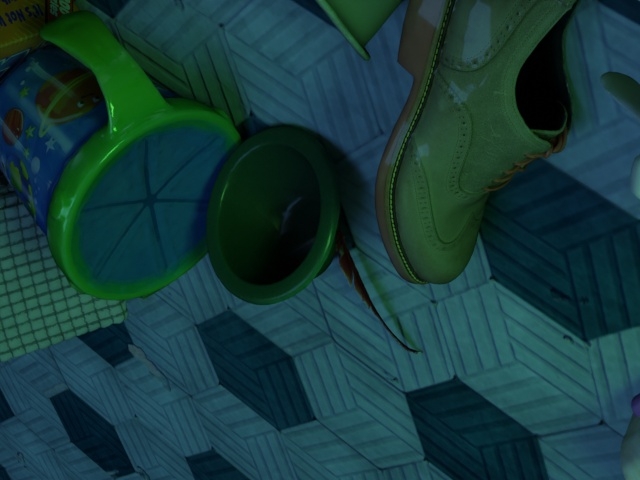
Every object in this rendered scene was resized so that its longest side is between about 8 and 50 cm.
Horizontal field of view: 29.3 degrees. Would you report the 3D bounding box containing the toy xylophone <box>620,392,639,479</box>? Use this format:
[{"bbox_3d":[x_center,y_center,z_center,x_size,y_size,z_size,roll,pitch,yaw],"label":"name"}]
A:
[{"bbox_3d":[0.376,0.259,1.062,0.323,0.081,0.236,51,146,-2],"label":"toy xylophone"}]

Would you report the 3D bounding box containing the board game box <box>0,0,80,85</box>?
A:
[{"bbox_3d":[-0.555,-0.241,1.292,0.356,0.356,0.356,-35,94,30],"label":"board game box"}]

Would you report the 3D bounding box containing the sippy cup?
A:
[{"bbox_3d":[-0.236,-0.091,1.317,0.224,0.240,0.305,40,113,33],"label":"sippy cup"}]

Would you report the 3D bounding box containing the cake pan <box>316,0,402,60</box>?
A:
[{"bbox_3d":[-0.033,-0.267,0.918,0.293,0.054,0.293,53,-172,-10],"label":"cake pan"}]

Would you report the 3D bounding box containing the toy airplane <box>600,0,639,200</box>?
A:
[{"bbox_3d":[0.350,-0.044,0.630,0.386,0.272,0.384,-2,141,23],"label":"toy airplane"}]

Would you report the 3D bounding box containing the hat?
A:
[{"bbox_3d":[0.000,0.000,1.294,0.173,0.183,0.208,4,83,39],"label":"hat"}]

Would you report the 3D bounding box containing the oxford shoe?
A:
[{"bbox_3d":[0.129,-0.078,0.993,0.130,0.123,0.348,26,140,22],"label":"oxford shoe"}]

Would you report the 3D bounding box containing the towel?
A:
[{"bbox_3d":[-0.402,0.021,1.557,0.121,0.283,0.235,48,151,50],"label":"towel"}]
